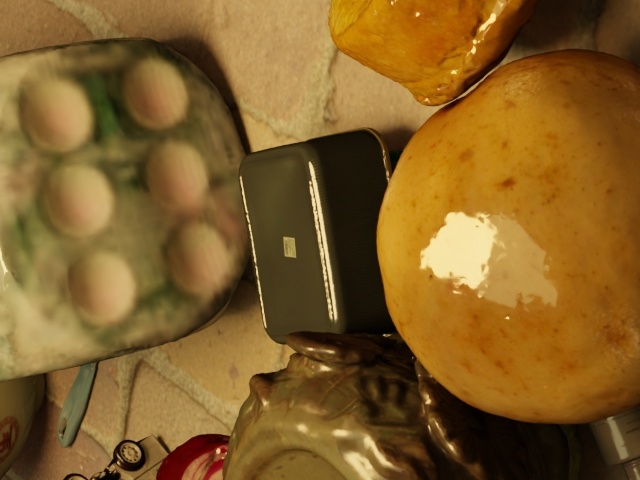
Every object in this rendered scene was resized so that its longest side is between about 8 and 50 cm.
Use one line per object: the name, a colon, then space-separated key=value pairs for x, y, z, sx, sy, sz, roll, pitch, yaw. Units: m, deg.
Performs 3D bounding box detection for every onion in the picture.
onion: x=-0.128 y=0.319 z=1.776 sx=0.173 sy=0.198 sz=0.135 roll=46 pitch=162 yaw=23

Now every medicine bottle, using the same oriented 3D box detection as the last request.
medicine bottle: x=0.261 y=0.155 z=1.395 sx=0.058 sy=0.058 sz=0.199 roll=-31 pitch=79 yaw=47

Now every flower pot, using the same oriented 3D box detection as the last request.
flower pot: x=0.061 y=0.207 z=1.402 sx=0.302 sy=0.213 sz=0.301 roll=17 pitch=115 yaw=39

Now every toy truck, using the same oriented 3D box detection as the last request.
toy truck: x=-0.260 y=0.333 z=1.880 sx=0.125 sy=0.242 sz=0.101 roll=47 pitch=134 yaw=10

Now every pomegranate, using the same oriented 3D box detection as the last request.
pomegranate: x=0.187 y=-0.005 z=1.260 sx=0.307 sy=0.307 sz=0.307 roll=17 pitch=114 yaw=43

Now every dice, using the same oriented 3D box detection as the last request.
dice: x=-0.297 y=-0.032 z=1.737 sx=0.348 sy=0.330 sz=0.328 roll=-9 pitch=95 yaw=46

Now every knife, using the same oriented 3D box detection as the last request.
knife: x=-0.294 y=0.144 z=2.027 sx=0.044 sy=0.019 sz=0.313 roll=46 pitch=129 yaw=31

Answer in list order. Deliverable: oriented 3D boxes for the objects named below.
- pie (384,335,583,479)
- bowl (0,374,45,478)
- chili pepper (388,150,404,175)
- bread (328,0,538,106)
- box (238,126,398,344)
pie: x=0.122 y=0.156 z=1.541 sx=0.323 sy=0.070 sz=0.323 roll=15 pitch=111 yaw=45
bowl: x=-0.471 y=0.189 z=2.123 sx=0.337 sy=0.157 sz=0.337 roll=18 pitch=115 yaw=44
chili pepper: x=0.049 y=-0.035 z=1.570 sx=0.182 sy=0.050 sz=0.073 roll=-43 pitch=71 yaw=45
bread: x=0.107 y=-0.234 z=1.314 sx=0.268 sy=0.146 sz=0.268 roll=-159 pitch=90 yaw=-76
box: x=0.000 y=0.000 z=1.529 sx=0.144 sy=0.090 sz=0.201 roll=-5 pitch=95 yaw=54
